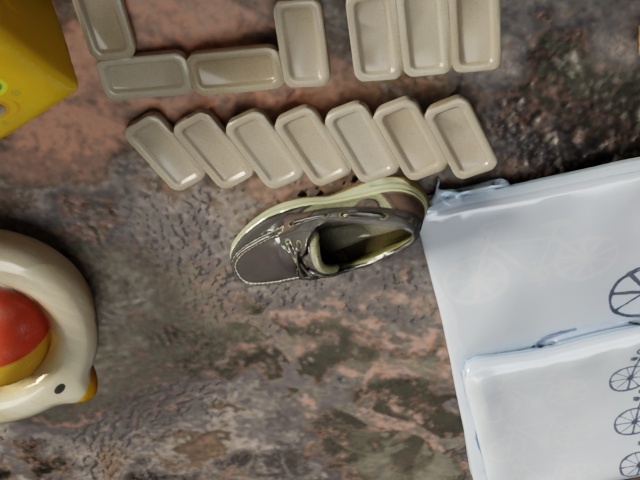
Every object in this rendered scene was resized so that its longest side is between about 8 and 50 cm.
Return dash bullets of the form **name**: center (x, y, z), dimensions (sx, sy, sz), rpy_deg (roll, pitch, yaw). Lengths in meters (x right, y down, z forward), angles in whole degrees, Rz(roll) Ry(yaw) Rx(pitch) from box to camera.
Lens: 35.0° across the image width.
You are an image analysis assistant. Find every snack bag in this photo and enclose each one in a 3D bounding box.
- **snack bag**: center (0.256, 0.067, 0.777), dimensions (0.323, 0.037, 0.342), rpy_deg (-12, 128, 7)

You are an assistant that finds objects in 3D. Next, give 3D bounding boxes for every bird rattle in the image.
- **bird rattle**: center (-0.264, 0.057, 0.716), dimensions (0.207, 0.143, 0.253), rpy_deg (-10, 116, -10)

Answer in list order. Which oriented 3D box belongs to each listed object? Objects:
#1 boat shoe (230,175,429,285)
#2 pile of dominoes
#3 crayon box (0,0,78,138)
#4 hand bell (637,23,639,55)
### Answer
- **boat shoe**: center (0.000, 0.000, 0.690), dimensions (0.152, 0.049, 0.056), rpy_deg (-23, 119, 25)
- **pile of dominoes**: center (-0.016, -0.122, 0.626), dimensions (0.251, 0.040, 0.196), rpy_deg (-3, 129, 9)
- **crayon box**: center (-0.274, -0.093, 0.502), dimensions (0.323, 0.083, 0.203), rpy_deg (-30, 150, 12)
- **hand bell**: center (0.314, -0.128, 0.600), dimensions (0.242, 0.126, 0.126), rpy_deg (0, 130, 13)
